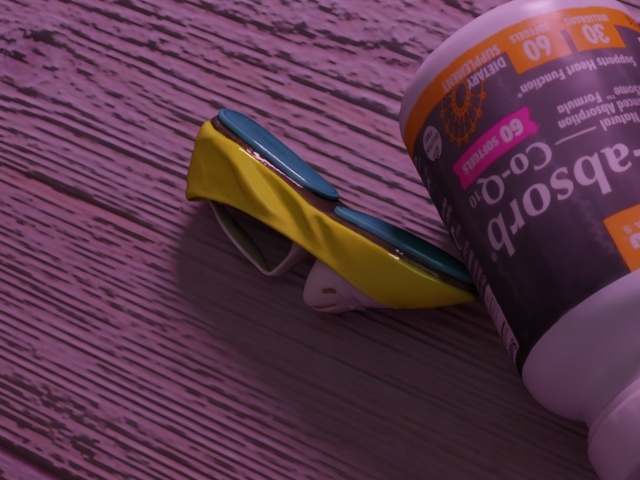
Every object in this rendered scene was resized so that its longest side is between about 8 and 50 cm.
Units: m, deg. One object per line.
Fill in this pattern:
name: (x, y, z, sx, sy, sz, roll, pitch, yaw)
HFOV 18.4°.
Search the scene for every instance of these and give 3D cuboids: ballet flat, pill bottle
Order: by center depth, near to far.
pill bottle: (0.167, 0.004, 1.139, 0.162, 0.162, 0.278, -27, 62, 3)
ballet flat: (0.000, 0.000, 1.249, 0.231, 0.077, 0.077, 35, 101, 29)
